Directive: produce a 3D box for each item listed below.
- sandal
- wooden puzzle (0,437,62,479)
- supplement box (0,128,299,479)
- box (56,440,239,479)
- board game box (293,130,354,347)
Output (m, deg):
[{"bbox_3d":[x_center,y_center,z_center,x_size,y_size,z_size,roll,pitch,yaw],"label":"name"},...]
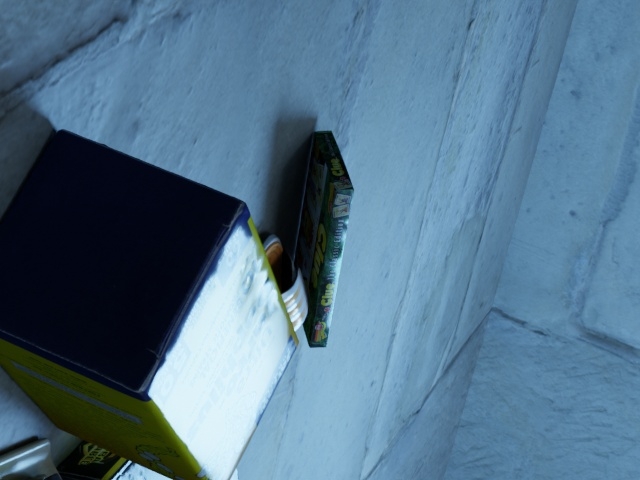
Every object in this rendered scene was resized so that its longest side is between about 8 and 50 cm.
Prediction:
[{"bbox_3d":[-0.052,0.094,2.121,0.102,0.076,0.265,-58,161,-33],"label":"sandal"},{"bbox_3d":[-0.261,0.316,1.547,0.044,0.239,0.221,-27,176,20],"label":"wooden puzzle"},{"bbox_3d":[-0.166,0.082,1.528,0.194,0.195,0.356,-63,163,-18],"label":"supplement box"},{"bbox_3d":[-0.184,0.329,1.862,0.257,0.079,0.322,-44,136,-50],"label":"box"},{"bbox_3d":[0.000,0.000,2.121,0.136,0.030,0.260,-113,-154,-50],"label":"board game box"}]
